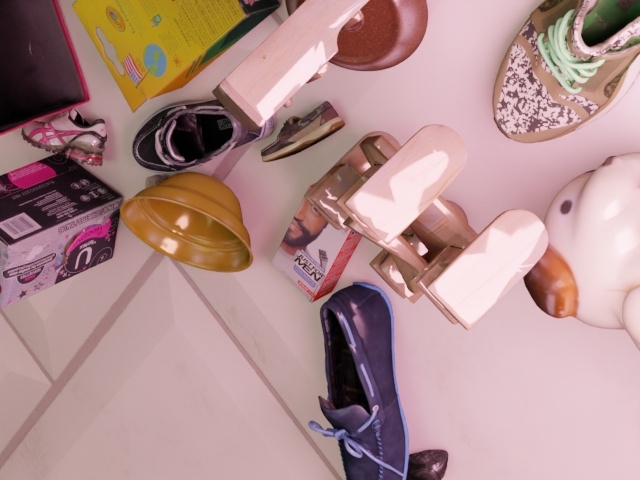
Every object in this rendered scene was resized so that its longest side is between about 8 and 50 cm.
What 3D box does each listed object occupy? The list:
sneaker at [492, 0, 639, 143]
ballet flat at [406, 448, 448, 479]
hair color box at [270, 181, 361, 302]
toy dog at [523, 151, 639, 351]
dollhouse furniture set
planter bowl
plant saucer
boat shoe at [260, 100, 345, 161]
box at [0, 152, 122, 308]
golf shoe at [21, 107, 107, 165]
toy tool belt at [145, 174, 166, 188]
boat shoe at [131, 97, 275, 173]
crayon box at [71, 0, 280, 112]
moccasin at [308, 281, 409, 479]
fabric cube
[{"bbox_3d":[0.304,-0.240,1.572,0.158,0.182,0.410,53,135,9],"label":"sneaker"},{"bbox_3d":[0.129,0.341,2.110,0.173,0.049,0.057,-8,126,49],"label":"ballet flat"},{"bbox_3d":[0.000,0.000,2.048,0.093,0.053,0.167,43,131,19],"label":"hair color box"},{"bbox_3d":[0.437,0.057,1.570,0.408,0.284,0.395,39,159,22],"label":"toy dog"},{"bbox_3d":[0.099,-0.129,1.695,0.394,0.256,0.362,46,177,-7],"label":"dollhouse furniture set"},{"bbox_3d":[-0.190,-0.043,2.143,0.217,0.090,0.217,18,156,8],"label":"planter bowl"},{"bbox_3d":[0.041,-0.299,1.830,0.198,0.036,0.198,12,130,14],"label":"plant saucer"},{"bbox_3d":[-0.030,-0.156,2.006,0.152,0.056,0.049,-24,88,36],"label":"boat shoe"},{"bbox_3d":[-0.477,-0.017,2.327,0.163,0.247,0.142,35,131,25],"label":"box"},{"bbox_3d":[-0.424,-0.182,2.343,0.186,0.067,0.086,17,96,34],"label":"golf shoe"},{"bbox_3d":[-0.256,-0.062,2.250,0.051,0.052,0.083,30,128,39],"label":"toy tool belt"},{"bbox_3d":[-0.203,-0.154,2.121,0.301,0.102,0.108,-8,104,43],"label":"boat shoe"},{"bbox_3d":[-0.220,-0.349,2.061,0.318,0.081,0.202,-30,88,45],"label":"crayon box"},{"bbox_3d":[0.041,0.234,2.049,0.137,0.117,0.342,-2,100,45],"label":"moccasin"},{"bbox_3d":[-0.584,-0.292,2.288,0.258,0.259,0.254,-6,106,43],"label":"fabric cube"}]
